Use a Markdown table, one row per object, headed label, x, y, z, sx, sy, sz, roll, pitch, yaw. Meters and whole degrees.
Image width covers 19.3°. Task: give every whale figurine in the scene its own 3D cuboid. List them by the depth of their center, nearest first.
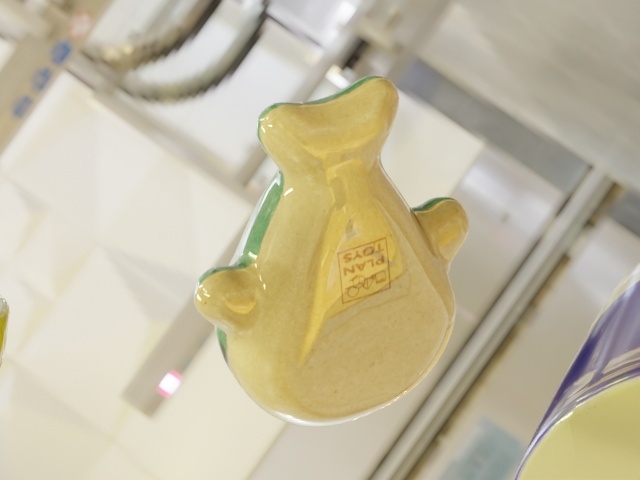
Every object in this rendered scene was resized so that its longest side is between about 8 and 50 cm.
| label | x | y | z | sx | sy | sz | roll | pitch | yaw |
| --- | --- | --- | --- | --- | --- | --- | --- | --- | --- |
| whale figurine | 0.000 | 0.000 | 1.354 | 0.141 | 0.216 | 0.272 | 47 | 150 | 50 |

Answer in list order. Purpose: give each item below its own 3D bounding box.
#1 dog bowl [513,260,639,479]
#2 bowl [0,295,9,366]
| label | x | y | z | sx | sy | sz | roll | pitch | yaw |
| --- | --- | --- | --- | --- | --- | --- | --- | --- | --- |
| dog bowl | 0.208 | 0.117 | 0.720 | 0.265 | 0.104 | 0.265 | 18 | 132 | 21 |
| bowl | -0.300 | 0.103 | 0.925 | 0.289 | 0.156 | 0.289 | 2 | -173 | 0 |
